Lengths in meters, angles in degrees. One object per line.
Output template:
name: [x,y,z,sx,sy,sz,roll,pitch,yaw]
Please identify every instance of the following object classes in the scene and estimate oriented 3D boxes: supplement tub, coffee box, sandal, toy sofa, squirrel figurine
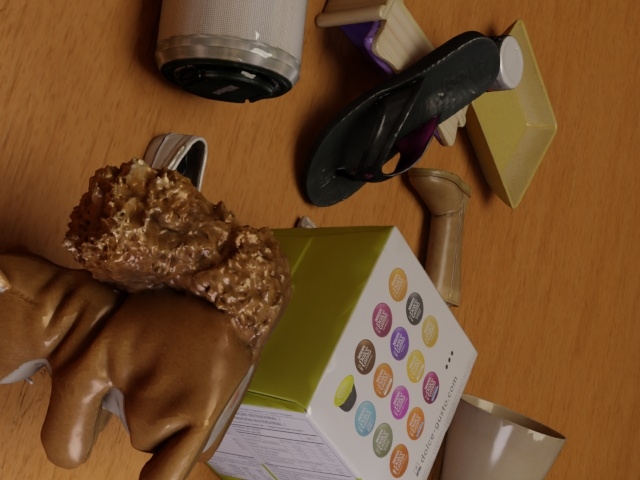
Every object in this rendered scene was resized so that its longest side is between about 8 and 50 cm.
supplement tub: [0.325,-0.372,2.158,0.117,0.190,0.117,0,91,-52]
coffee box: [-0.011,0.205,1.599,0.334,0.338,0.338,55,50,-37]
sandal: [0.152,-0.213,1.824,0.446,0.107,0.167,-39,135,-2]
toy sofa: [0.148,-0.339,1.958,0.362,0.150,0.177,43,61,-45]
squirrel figurine: [-0.252,0.080,1.258,0.397,0.370,0.281,-62,175,11]

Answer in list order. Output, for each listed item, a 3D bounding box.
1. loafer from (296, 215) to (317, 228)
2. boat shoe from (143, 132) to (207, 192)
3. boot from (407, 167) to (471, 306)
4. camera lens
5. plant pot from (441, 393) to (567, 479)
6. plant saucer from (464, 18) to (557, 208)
loafer: [0.000,0.000,1.857,0.125,0.045,0.039,43,51,-41]
boat shoe: [-0.231,-0.036,1.511,0.096,0.088,0.267,39,60,-46]
boot: [0.250,-0.005,2.151,0.236,0.089,0.270,19,77,-51]
camera lens: [-0.129,-0.359,1.533,0.219,0.219,0.274,15,78,-52]
plant pot: [0.367,0.509,2.216,0.256,0.256,0.274,21,91,-51]
plant saucer: [0.434,-0.299,2.396,0.333,0.081,0.333,-55,131,-36]
